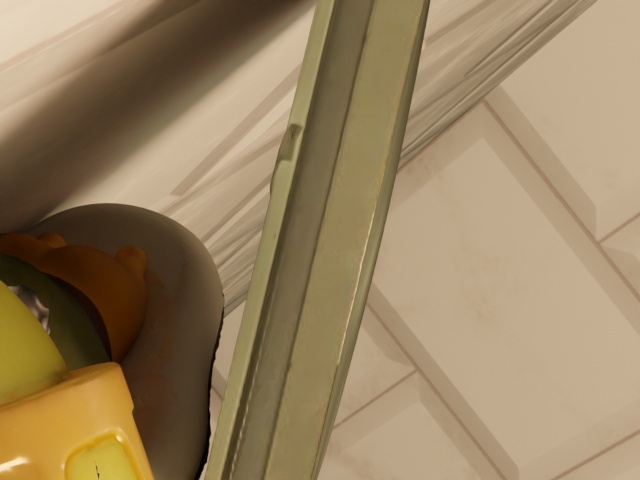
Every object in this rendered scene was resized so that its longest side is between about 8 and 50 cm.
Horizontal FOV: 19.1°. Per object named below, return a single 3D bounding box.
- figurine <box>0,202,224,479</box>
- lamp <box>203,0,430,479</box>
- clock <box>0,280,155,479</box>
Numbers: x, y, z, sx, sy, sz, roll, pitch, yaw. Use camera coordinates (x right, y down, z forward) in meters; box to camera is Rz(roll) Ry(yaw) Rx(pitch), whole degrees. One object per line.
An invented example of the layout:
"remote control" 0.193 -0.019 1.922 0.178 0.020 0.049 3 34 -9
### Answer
"figurine" -0.130 0.029 0.795 0.250 0.166 0.141 -70 163 -44
"lamp" 0.000 0.000 0.745 0.266 0.047 0.269 116 -13 -84
"clock" -0.162 0.140 0.512 0.200 0.244 0.317 -22 180 19
